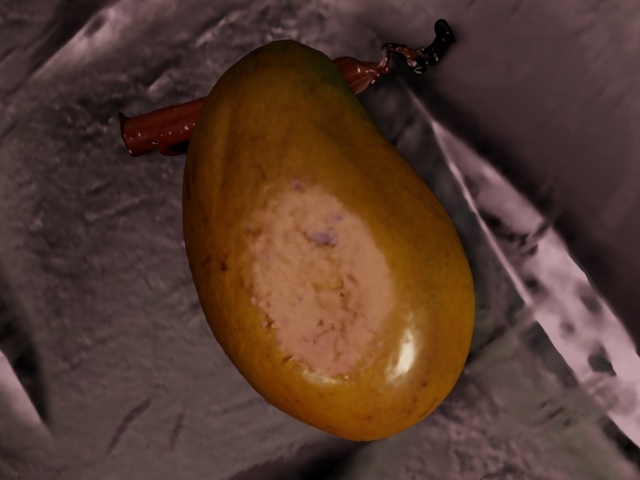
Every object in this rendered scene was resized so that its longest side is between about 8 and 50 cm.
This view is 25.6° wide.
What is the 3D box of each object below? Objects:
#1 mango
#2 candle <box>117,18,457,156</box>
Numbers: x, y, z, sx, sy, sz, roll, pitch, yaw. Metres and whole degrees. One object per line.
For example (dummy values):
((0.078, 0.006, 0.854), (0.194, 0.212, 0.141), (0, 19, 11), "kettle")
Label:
((-0.004, 0.005, 0.585), (0.115, 0.089, 0.165), (-41, 83, 24), "mango")
((-0.016, -0.064, 0.627), (0.167, 0.021, 0.026), (-14, 67, 24), "candle")
